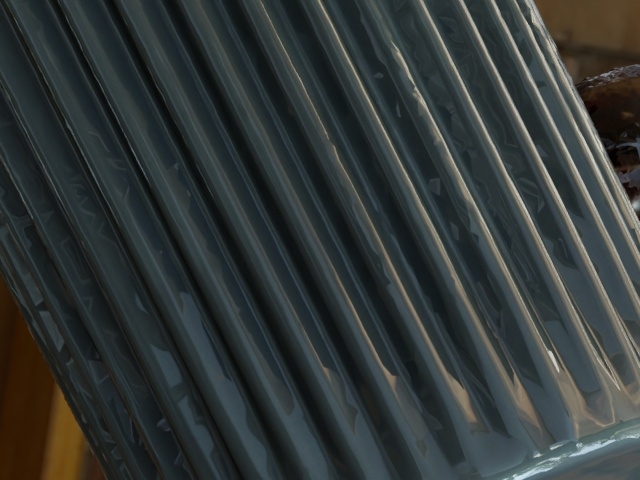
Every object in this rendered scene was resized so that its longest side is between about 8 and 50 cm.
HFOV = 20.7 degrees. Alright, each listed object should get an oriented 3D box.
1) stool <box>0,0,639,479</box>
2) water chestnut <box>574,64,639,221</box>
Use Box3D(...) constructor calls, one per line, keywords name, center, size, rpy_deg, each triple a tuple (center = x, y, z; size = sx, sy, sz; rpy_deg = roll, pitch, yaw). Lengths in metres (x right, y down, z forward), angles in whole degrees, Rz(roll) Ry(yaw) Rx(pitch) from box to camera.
Box3D(name="stool", center=(0.000, 0.000, 0.793), size=(0.297, 0.297, 0.330), rpy_deg=(2, -126, -49))
Box3D(name="water chestnut", center=(0.255, -0.011, 1.587), size=(0.300, 0.300, 0.300), rpy_deg=(9, -173, -1))
